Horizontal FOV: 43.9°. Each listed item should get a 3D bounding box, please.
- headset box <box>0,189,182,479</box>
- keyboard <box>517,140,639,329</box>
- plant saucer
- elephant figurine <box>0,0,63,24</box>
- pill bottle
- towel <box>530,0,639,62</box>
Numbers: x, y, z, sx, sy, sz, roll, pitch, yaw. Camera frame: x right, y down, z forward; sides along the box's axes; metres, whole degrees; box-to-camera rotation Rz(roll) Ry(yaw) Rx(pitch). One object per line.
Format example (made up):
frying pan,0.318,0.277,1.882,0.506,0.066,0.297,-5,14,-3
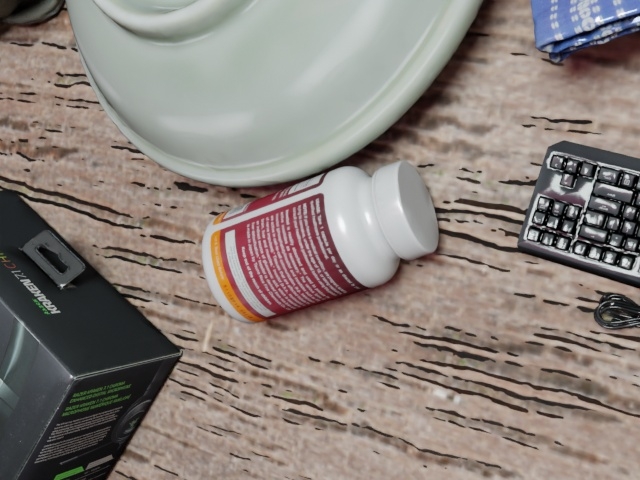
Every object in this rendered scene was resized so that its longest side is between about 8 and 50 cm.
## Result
headset box,-0.290,0.119,0.674,0.246,0.131,0.283,38,107,21
keyboard,0.213,0.010,0.485,0.180,0.023,0.108,19,99,25
plant saucer,-0.069,-0.238,0.548,0.400,0.100,0.400,-1,89,34
elephant figurine,-0.309,-0.241,0.678,0.186,0.239,0.169,4,72,-3
pill bottle,0.000,0.000,0.554,0.152,0.086,0.086,-19,83,26
towel,0.247,-0.251,0.388,0.336,0.040,0.243,-18,63,36
